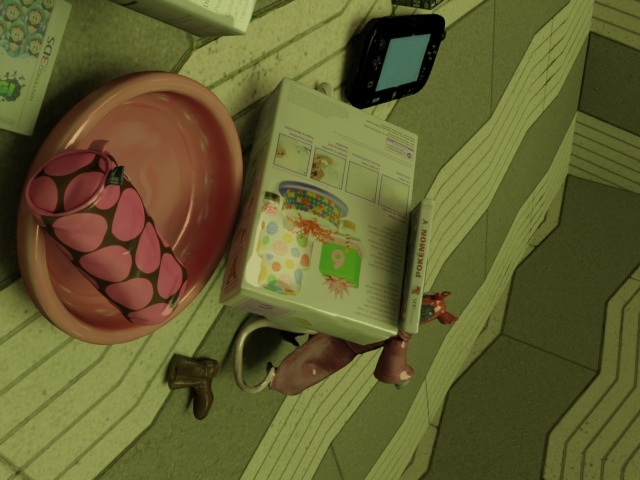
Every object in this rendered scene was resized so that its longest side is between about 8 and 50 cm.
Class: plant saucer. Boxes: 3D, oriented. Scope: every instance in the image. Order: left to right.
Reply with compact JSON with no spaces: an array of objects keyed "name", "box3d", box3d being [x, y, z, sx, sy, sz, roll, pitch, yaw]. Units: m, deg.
[{"name":"plant saucer","box3d":[-0.227,-0.041,0.815,0.332,0.084,0.332,-40,140,-44]}]

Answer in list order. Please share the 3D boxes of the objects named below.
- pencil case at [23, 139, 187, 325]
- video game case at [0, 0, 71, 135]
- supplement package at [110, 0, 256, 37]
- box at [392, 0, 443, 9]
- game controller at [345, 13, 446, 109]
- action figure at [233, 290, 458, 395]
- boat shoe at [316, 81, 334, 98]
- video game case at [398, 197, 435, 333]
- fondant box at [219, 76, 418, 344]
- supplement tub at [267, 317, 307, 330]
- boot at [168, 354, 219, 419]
[{"name":"pencil case","box3d":[-0.206,-0.001,0.696,0.209,0.095,0.098,74,28,-52]},{"name":"video game case","box3d":[-0.314,-0.183,0.625,0.157,0.019,0.143,12,97,-62]},{"name":"supplement package","box3d":[-0.175,-0.280,0.573,0.244,0.134,0.139,14,97,-31]},{"name":"box","box3d":[0.186,-0.459,1.274,0.067,0.083,0.018,-46,144,-38]},{"name":"game controller","box3d":[0.150,-0.349,1.305,0.319,0.067,0.166,-28,132,-51]},{"name":"action figure","box3d":[0.061,0.135,1.193,0.276,0.370,0.248,18,58,-49]},{"name":"boat shoe","box3d":[-0.003,-0.219,1.153,0.035,0.035,0.100,-33,142,-53]},{"name":"video game case","box3d":[0.132,0.043,1.002,0.201,0.023,0.183,93,5,-84]},{"name":"fondant box","box3d":[0.007,-0.040,0.981,0.238,0.096,0.330,19,64,-22]},{"name":"supplement tub","box3d":[0.000,0.000,1.138,0.272,0.191,0.191,-49,146,-35]},{"name":"boot","box3d":[-0.212,0.237,1.084,0.114,0.037,0.106,26,73,-66]}]
